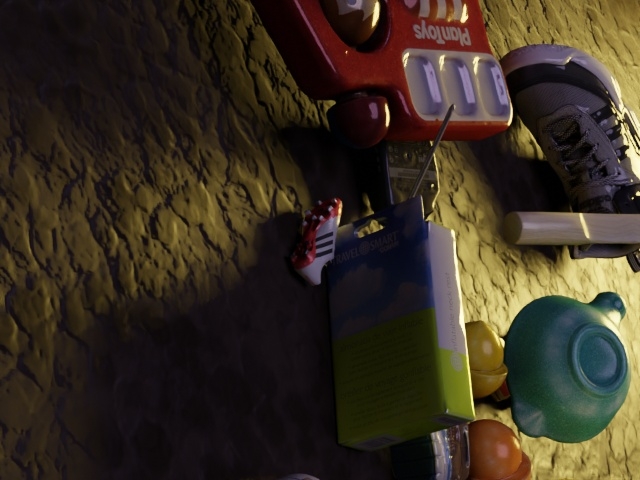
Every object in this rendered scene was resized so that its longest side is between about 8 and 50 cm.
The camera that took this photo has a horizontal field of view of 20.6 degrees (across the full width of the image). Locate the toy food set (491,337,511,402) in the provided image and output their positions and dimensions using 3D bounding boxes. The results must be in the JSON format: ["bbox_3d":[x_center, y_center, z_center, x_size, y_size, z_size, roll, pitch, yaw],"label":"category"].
[{"bbox_3d":[0.184,0.119,1.606,0.122,0.019,0.078,-11,83,-56],"label":"toy food set"}]

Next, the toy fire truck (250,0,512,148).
[{"bbox_3d":[0.045,-0.201,1.437,0.302,0.169,0.254,-6,78,-55],"label":"toy fire truck"}]

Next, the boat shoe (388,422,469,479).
[{"bbox_3d":[0.084,0.114,1.426,0.066,0.066,0.183,2,82,-49],"label":"boat shoe"}]

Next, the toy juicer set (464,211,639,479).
[{"bbox_3d":[0.192,0.099,1.554,0.209,0.089,0.329,23,67,-25],"label":"toy juicer set"}]

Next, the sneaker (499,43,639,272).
[{"bbox_3d":[0.267,-0.075,1.749,0.268,0.101,0.153,41,40,-40],"label":"sneaker"}]

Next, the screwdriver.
[{"bbox_3d":[0.074,-0.034,1.439,0.024,0.170,0.025,24,3,-2],"label":"screwdriver"}]

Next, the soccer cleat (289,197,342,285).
[{"bbox_3d":[0.000,0.000,1.399,0.035,0.029,0.083,59,37,-32],"label":"soccer cleat"}]

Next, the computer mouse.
[{"bbox_3d":[0.068,0.001,1.494,0.071,0.041,0.242,7,75,-44],"label":"computer mouse"}]

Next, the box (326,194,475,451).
[{"bbox_3d":[0.058,0.066,1.373,0.042,0.109,0.178,20,58,-45],"label":"box"}]

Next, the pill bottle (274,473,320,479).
[{"bbox_3d":[-0.042,0.203,1.196,0.120,0.067,0.067,-12,83,-57],"label":"pill bottle"}]
